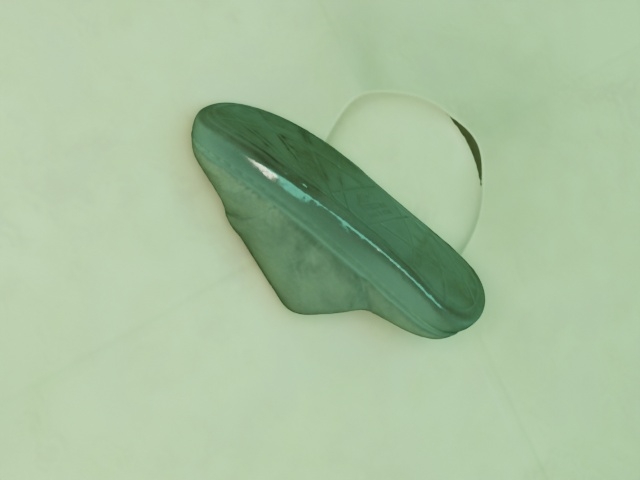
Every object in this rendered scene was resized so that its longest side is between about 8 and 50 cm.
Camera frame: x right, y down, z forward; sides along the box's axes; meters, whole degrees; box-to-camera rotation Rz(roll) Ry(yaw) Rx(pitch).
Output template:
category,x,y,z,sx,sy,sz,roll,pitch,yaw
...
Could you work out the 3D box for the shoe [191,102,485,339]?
category,x,y,z,sx,sy,sz,roll,pitch,yaw
shoe,0.000,0.000,1.119,0.251,0.103,0.100,36,117,-5
